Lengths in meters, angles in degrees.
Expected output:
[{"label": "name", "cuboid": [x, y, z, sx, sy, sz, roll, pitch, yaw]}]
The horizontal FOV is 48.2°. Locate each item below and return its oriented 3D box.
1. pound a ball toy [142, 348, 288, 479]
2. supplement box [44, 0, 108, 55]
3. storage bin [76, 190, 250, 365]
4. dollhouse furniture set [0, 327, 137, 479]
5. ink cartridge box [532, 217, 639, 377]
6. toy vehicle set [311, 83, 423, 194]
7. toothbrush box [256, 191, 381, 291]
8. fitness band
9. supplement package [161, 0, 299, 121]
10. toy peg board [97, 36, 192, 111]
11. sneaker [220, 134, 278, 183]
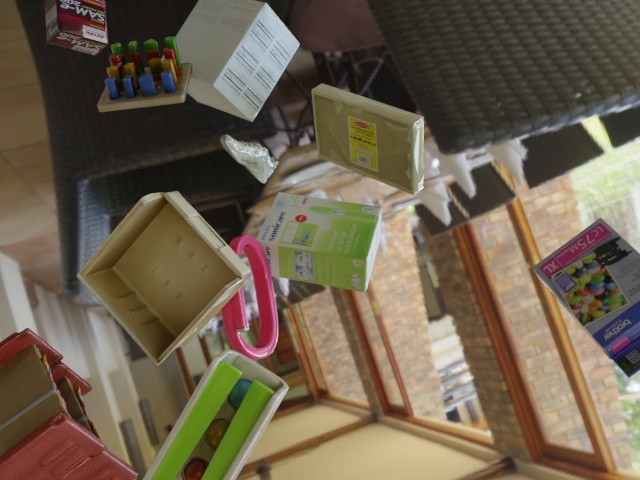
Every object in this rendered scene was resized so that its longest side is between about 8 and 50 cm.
[{"label": "pound a ball toy", "cuboid": [-0.153, 0.371, 1.186, 0.319, 0.208, 0.136, -61, 173, 4]}, {"label": "supplement box", "cuboid": [-0.601, -0.589, 1.751, 0.130, 0.240, 0.073, 4, 163, -45]}, {"label": "storage bin", "cuboid": [-0.328, 0.073, 1.527, 0.260, 0.262, 0.123, -46, 173, 18]}, {"label": "dollhouse furniture set", "cuboid": [-0.443, 0.302, 0.862, 0.374, 0.152, 0.201, -36, -138, -11]}, {"label": "ink cartridge box", "cuboid": [0.598, 0.108, 1.463, 0.185, 0.311, 0.065, -38, 134, 8]}, {"label": "toy vehicle set", "cuboid": [0.096, -0.213, 1.490, 0.266, 0.166, 0.035, 26, -132, 34]}, {"label": "toothbrush box", "cuboid": [0.000, 0.000, 1.829, 0.283, 0.122, 0.206, 9, -137, 12]}, {"label": "fitness band", "cuboid": [-0.164, 0.131, 1.665, 0.054, 0.291, 0.209, -11, 173, 20]}, {"label": "supplement package", "cuboid": [-0.194, -0.394, 1.524, 0.194, 0.203, 0.149, 26, 173, 37]}, {"label": "toy peg board", "cuboid": [-0.337, -0.321, 1.357, 0.161, 0.079, 0.161, -7, -145, 2]}, {"label": "sneaker", "cuboid": [-0.145, -0.178, 1.455, 0.061, 0.054, 0.152, -47, 138, 4]}]
